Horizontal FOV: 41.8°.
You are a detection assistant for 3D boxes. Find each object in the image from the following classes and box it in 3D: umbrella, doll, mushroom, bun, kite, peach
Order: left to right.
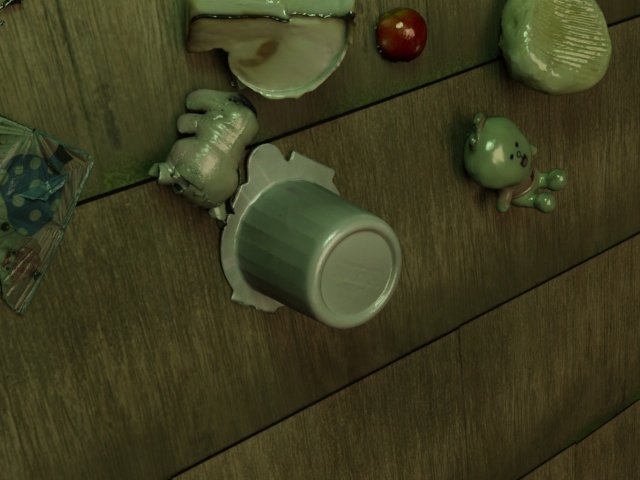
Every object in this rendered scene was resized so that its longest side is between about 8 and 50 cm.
[{"bbox_3d":[-0.417,-0.041,1.074,0.314,0.011,0.335,-32,130,-36],"label":"kite"},{"bbox_3d":[-0.362,-0.324,1.051,0.022,0.022,0.149,41,71,-14],"label":"umbrella"},{"bbox_3d":[-0.155,-0.125,1.223,0.149,0.095,0.192,30,83,-41],"label":"doll"},{"bbox_3d":[-0.070,-0.319,1.215,0.236,0.173,0.162,2,141,0],"label":"mushroom"},{"bbox_3d":[0.142,-0.340,1.395,0.098,0.061,0.098,-9,104,-39],"label":"peach"},{"bbox_3d":[0.348,-0.143,1.593,0.275,0.113,0.155,31,76,-32],"label":"doll"},{"bbox_3d":[0.422,-0.368,1.551,0.231,0.133,0.231,2,84,-21],"label":"bun"}]

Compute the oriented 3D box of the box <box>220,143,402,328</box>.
[{"bbox_3d":[0.000,0.000,1.308,0.262,0.206,0.291,-27,122,-28],"label":"box"}]

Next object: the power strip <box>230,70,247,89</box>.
[{"bbox_3d":[-0.098,-0.259,1.270,0.090,0.016,0.040,-28,120,-27],"label":"power strip"}]
